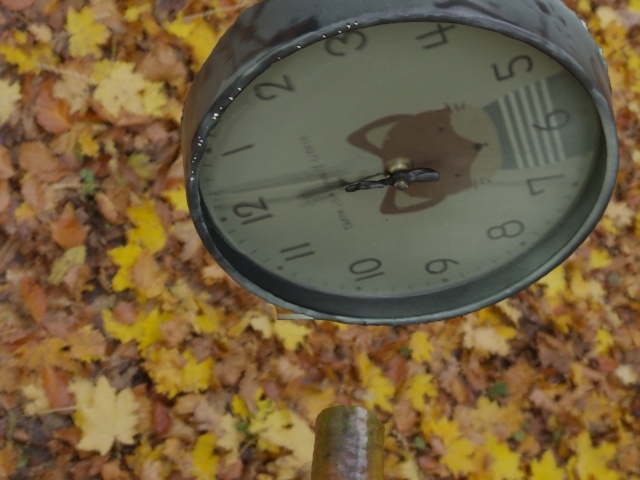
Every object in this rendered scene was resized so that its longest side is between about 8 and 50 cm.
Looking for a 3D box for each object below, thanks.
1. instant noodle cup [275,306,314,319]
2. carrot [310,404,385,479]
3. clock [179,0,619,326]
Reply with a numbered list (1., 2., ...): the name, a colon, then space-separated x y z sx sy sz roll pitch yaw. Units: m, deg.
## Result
1. instant noodle cup: 0.000 0.000 1.245 0.168 0.168 0.185 -3 89 -39
2. carrot: 0.032 0.380 1.386 0.114 0.114 0.302 19 62 -31
3. clock: 0.059 -0.056 0.767 0.325 0.325 0.067 25 40 -28
